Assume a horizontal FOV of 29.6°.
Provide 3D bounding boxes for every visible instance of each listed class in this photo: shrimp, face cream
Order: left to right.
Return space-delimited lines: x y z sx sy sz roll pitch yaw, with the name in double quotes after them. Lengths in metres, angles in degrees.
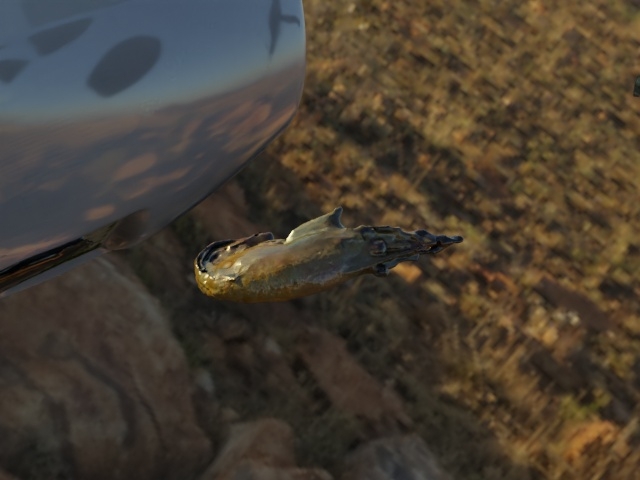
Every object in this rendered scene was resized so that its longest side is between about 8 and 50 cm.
-0.201 -0.077 0.678 0.357 0.312 0.219 -24 88 -21 "face cream"
0.005 -0.002 1.159 0.262 0.066 0.117 -14 37 -23 "shrimp"

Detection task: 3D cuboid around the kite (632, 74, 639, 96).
0.335 -0.093 0.816 0.250 0.229 0.012 8 27 -5 "kite"
